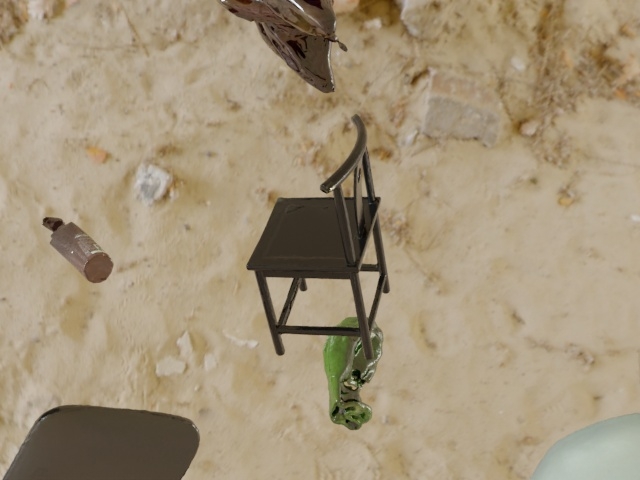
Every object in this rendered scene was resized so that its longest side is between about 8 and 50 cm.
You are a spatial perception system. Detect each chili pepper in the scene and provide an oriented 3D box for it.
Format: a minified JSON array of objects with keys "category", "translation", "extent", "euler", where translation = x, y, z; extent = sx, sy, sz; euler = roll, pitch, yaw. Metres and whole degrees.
[{"category":"chili pepper","translation":[0.048,0.197,1.393],"extent":[0.099,0.083,0.253],"euler":[45,25,-15]}]

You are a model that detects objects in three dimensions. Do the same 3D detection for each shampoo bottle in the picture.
[{"category":"shampoo bottle","translation":[-0.488,0.011,1.749],"extent":[0.067,0.068,0.236],"euler":[-47,41,-9]}]

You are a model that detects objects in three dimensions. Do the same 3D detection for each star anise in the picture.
[{"category":"star anise","translation":[-0.047,-0.235,0.697],"extent":[0.102,0.272,0.272],"euler":[-13,70,-11]}]

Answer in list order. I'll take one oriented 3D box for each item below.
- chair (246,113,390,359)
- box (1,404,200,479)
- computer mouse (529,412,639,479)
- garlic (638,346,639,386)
[{"category":"chair","translation":[0.000,0.000,1.038],"extent":[0.141,0.260,0.154],"euler":[0,36,16]},{"category":"box","translation":[-0.264,0.269,1.035],"extent":[0.201,0.212,0.042],"euler":[17,30,-27]},{"category":"computer mouse","translation":[0.131,0.153,0.301],"extent":[0.056,0.089,0.182],"euler":[-10,75,-65]},{"category":"garlic","translation":[0.378,0.122,0.758],"extent":[0.196,0.338,0.151],"euler":[-30,87,11]}]
